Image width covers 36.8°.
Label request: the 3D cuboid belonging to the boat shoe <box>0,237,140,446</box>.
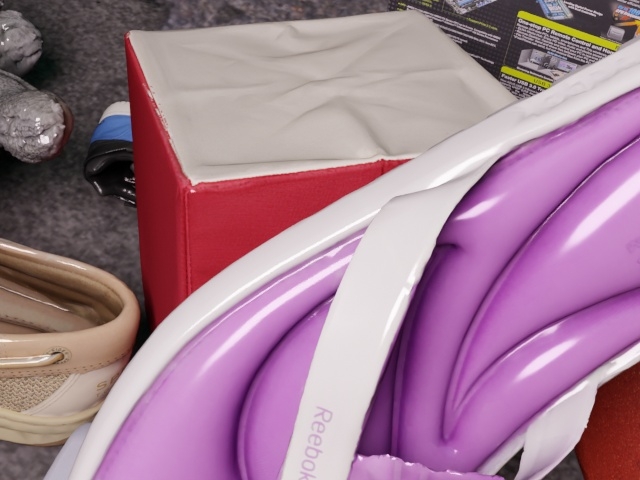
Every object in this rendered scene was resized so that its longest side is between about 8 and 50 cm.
[{"bbox_3d":[-0.269,0.016,0.527,0.341,0.110,0.121,15,45,-15],"label":"boat shoe"}]

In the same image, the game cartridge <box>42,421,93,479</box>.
[{"bbox_3d":[-0.073,0.230,0.468,0.198,0.062,0.297,8,52,-6],"label":"game cartridge"}]

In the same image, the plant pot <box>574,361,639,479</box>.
[{"bbox_3d":[0.307,0.093,0.501,0.267,0.235,0.267,-4,52,-9],"label":"plant pot"}]

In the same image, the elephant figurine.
[{"bbox_3d":[-0.260,-0.082,0.593,0.169,0.186,0.239,21,27,-25],"label":"elephant figurine"}]

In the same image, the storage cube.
[{"bbox_3d":[0.000,0.000,0.531,0.184,0.193,0.215,-7,33,-15],"label":"storage cube"}]

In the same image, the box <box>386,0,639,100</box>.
[{"bbox_3d":[0.180,-0.140,0.682,0.270,0.216,0.060,22,52,12],"label":"box"}]

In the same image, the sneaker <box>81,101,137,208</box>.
[{"bbox_3d":[-0.093,-0.054,0.682,0.152,0.058,0.084,7,46,5],"label":"sneaker"}]

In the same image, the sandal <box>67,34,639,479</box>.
[{"bbox_3d":[0.053,0.052,0.387,0.416,0.169,0.102,-41,21,6],"label":"sandal"}]
